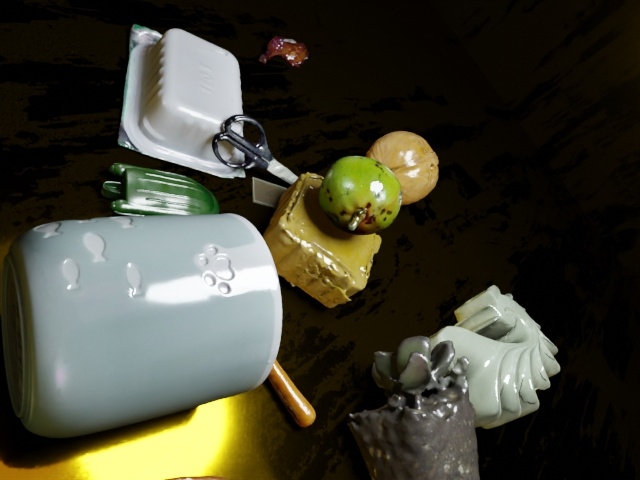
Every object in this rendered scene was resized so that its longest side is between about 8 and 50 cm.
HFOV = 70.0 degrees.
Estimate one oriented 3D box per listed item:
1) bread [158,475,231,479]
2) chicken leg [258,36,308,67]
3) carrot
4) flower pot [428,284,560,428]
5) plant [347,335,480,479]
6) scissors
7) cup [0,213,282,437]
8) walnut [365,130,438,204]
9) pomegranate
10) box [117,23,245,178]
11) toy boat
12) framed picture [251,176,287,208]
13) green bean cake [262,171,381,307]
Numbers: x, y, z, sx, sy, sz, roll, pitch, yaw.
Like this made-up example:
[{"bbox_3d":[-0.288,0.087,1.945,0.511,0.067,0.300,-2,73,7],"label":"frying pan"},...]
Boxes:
[{"bbox_3d":[-0.150,0.449,0.511,0.295,0.114,0.328,19,50,-32],"label":"bread"},{"bbox_3d":[-0.104,-0.533,1.286,0.205,0.053,0.093,-17,88,-42],"label":"chicken leg"},{"bbox_3d":[-0.071,0.235,0.785,0.037,0.037,0.190,-28,80,-47],"label":"carrot"},{"bbox_3d":[0.393,0.274,1.062,0.367,0.164,0.254,-23,73,-47],"label":"flower pot"},{"bbox_3d":[0.166,0.319,0.812,0.188,0.198,0.276,11,62,-40],"label":"plant"},{"bbox_3d":[-0.103,-0.160,0.980,0.300,0.109,0.022,32,9,-46],"label":"scissors"},{"bbox_3d":[-0.261,0.069,0.611,0.274,0.260,0.356,-4,34,-41],"label":"cup"},{"bbox_3d":[0.221,-0.195,1.226,0.221,0.195,0.196,-17,73,-47],"label":"walnut"},{"bbox_3d":[0.076,-0.086,0.885,0.156,0.156,0.220,49,7,-2],"label":"pomegranate"},{"bbox_3d":[-0.260,-0.310,0.951,0.264,0.106,0.337,13,54,-34],"label":"box"},{"bbox_3d":[-0.276,-0.079,0.817,0.210,0.052,0.104,8,55,-39],"label":"toy boat"},{"bbox_3d":[-0.110,-0.101,1.006,0.089,0.006,0.066,15,53,-34],"label":"framed picture"},{"bbox_3d":[0.000,0.000,0.940,0.224,0.131,0.230,39,40,-16],"label":"green bean cake"}]
